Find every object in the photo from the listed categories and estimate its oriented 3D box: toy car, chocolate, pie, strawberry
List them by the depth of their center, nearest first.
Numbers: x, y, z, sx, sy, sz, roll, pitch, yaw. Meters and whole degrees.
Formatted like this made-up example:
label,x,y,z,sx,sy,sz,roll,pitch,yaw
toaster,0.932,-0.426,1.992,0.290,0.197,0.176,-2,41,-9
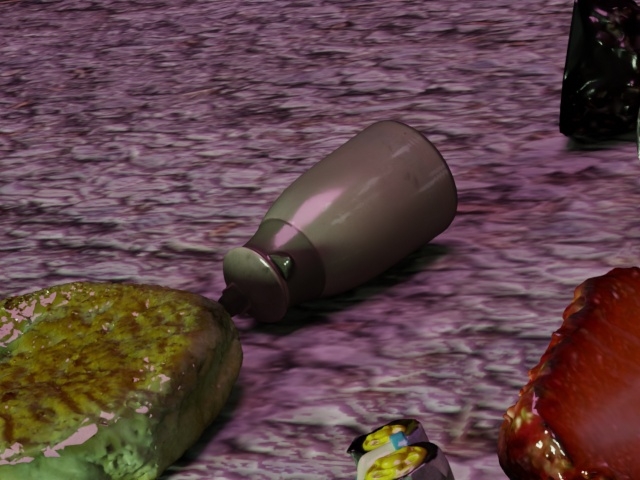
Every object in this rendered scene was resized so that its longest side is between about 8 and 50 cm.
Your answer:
label,x,y,z,sx,sy,sz,roll,pitch,yaw
toy car,0.031,0.160,0.909,0.098,0.126,0.161,-24,14,-5
strawberry,0.169,0.104,0.969,0.236,0.107,0.175,13,41,-29
pie,-0.185,0.111,1.262,0.277,0.078,0.277,-13,24,6
chocolate,0.290,-0.159,1.639,0.133,0.156,0.156,9,23,9

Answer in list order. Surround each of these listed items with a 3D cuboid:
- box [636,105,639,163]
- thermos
label,x,y,z,sx,sy,sz,roll,pitch,yaw
box,0.333,-0.077,1.345,0.135,0.151,0.151,-16,17,-37
thermos,0.000,0.000,1.429,0.193,0.105,0.137,-36,3,-36
